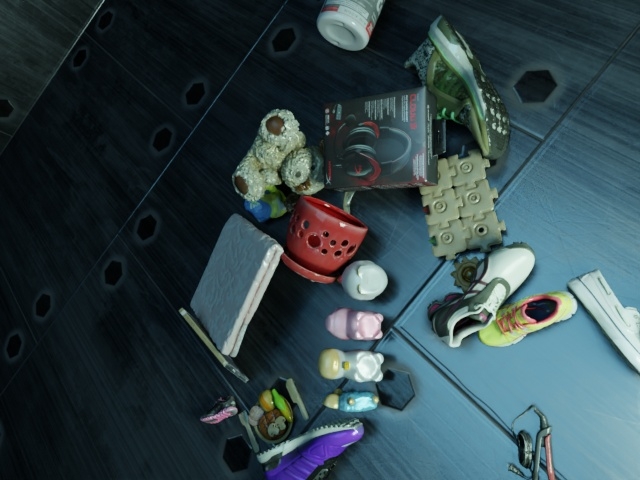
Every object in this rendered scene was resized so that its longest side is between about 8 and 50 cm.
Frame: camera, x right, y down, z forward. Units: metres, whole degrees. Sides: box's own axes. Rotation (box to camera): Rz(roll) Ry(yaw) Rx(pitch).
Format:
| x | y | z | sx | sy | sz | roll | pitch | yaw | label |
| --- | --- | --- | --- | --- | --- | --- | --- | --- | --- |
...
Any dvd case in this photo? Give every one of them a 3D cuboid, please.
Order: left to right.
| x | y | z | sx | sy | sz | roll | pitch | yaw | label |
| --- | --- | --- | --- | --- | --- | --- | --- | --- | --- |
| -0.290 | 0.287 | 1.248 | 0.018 | 0.165 | 0.221 | -43 | 59 | -14 | dvd case |

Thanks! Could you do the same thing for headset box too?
| x | y | z | sx | sy | sz | roll | pitch | yaw | label |
| --- | --- | --- | --- | --- | --- | --- | --- | --- | --- |
| 0.159 | -0.237 | 1.108 | 0.293 | 0.110 | 0.218 | 0 | 91 | 29 | headset box |

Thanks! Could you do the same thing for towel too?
| x | y | z | sx | sy | sz | roll | pitch | yaw | label |
| --- | --- | --- | --- | --- | --- | --- | --- | --- | --- |
| -0.239 | 0.106 | 1.252 | 0.331 | 0.053 | 0.317 | 30 | 97 | 55 | towel |

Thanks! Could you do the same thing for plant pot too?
| x | y | z | sx | sy | sz | roll | pitch | yaw | label |
| --- | --- | --- | --- | --- | --- | --- | --- | --- | --- |
| 0.000 | 0.000 | 1.160 | 0.191 | 0.191 | 0.174 | 35 | 107 | 30 | plant pot |

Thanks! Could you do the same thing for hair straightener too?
| x | y | z | sx | sy | sz | roll | pitch | yaw | label |
| --- | --- | --- | --- | --- | --- | --- | --- | --- | --- |
| 0.413 | 0.445 | 0.899 | 0.089 | 0.047 | 0.231 | -4 | 74 | 26 | hair straightener |

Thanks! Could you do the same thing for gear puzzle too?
| x | y | z | sx | sy | sz | roll | pitch | yaw | label |
| --- | --- | --- | --- | --- | --- | --- | --- | --- | --- |
| 0.340 | -0.042 | 1.082 | 0.175 | 0.044 | 0.339 | -14 | 73 | 22 | gear puzzle |

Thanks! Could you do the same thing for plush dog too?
| x | y | z | sx | sy | sz | roll | pitch | yaw | label |
| --- | --- | --- | --- | --- | --- | --- | --- | --- | --- |
| -0.081 | -0.211 | 1.244 | 0.225 | 0.211 | 0.262 | 31 | 113 | -7 | plush dog |

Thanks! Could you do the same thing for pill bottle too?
| x | y | z | sx | sy | sz | roll | pitch | yaw | label |
| --- | --- | --- | --- | --- | --- | --- | --- | --- | --- |
| 0.112 | -0.719 | 1.317 | 0.161 | 0.161 | 0.283 | 20 | 86 | 30 | pill bottle |

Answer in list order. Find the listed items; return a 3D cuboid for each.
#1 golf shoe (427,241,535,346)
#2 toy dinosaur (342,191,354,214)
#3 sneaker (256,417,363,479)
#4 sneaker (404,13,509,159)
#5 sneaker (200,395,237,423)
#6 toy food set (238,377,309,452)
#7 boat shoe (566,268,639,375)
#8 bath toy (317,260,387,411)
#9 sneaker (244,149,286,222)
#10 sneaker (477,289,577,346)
| x | y | z | sx | sy | sz | roll | pitch | yaw | label |
| --- | --- | --- | --- | --- | --- | --- | --- | --- | --- |
| 0.355 | 0.122 | 0.966 | 0.273 | 0.105 | 0.120 | -46 | 16 | 15 | golf shoe |
| 0.088 | -0.194 | 1.244 | 0.118 | 0.064 | 0.268 | 27 | 93 | 24 | toy dinosaur |
| -0.007 | 0.525 | 1.075 | 0.293 | 0.102 | 0.146 | -31 | 68 | 22 | sneaker |
| 0.327 | -0.351 | 1.136 | 0.182 | 0.158 | 0.411 | -34 | 58 | 36 | sneaker |
| -0.282 | 0.467 | 1.265 | 0.119 | 0.047 | 0.057 | -26 | 51 | 15 | sneaker |
| -0.132 | 0.458 | 1.185 | 0.192 | 0.038 | 0.132 | -39 | 62 | 13 | toy food set |
| 0.576 | 0.154 | 0.874 | 0.075 | 0.083 | 0.226 | -36 | 62 | 16 | boat shoe |
| 0.074 | 0.221 | 1.102 | 0.129 | 0.151 | 0.349 | 158 | 121 | -70 | bath toy |
| -0.193 | -0.158 | 1.361 | 0.126 | 0.091 | 0.240 | -34 | 64 | 16 | sneaker |
| 0.414 | 0.158 | 0.944 | 0.208 | 0.094 | 0.082 | -36 | 63 | 27 | sneaker |
